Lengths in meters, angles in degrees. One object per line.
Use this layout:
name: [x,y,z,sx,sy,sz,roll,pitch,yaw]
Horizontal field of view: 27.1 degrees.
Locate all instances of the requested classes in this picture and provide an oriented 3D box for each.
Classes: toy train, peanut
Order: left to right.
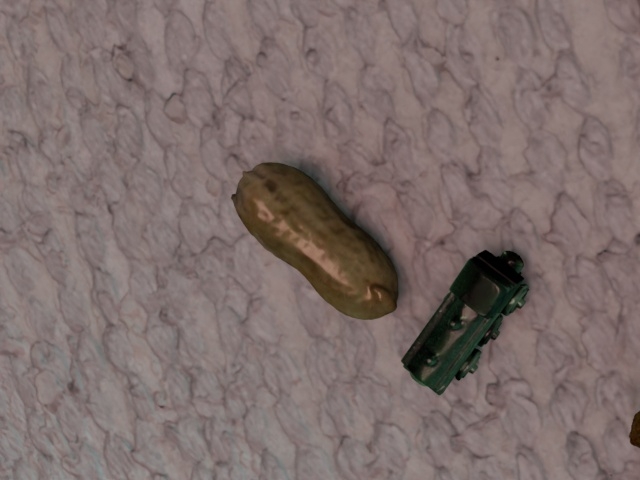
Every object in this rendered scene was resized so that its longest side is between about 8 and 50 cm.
peanut: [0.000,0.000,1.396,0.214,0.099,0.099,39,113,5]
toy train: [0.144,0.084,1.350,0.071,0.111,0.170,39,112,15]

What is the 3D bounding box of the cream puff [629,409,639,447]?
cream puff: [0.404,0.152,1.249,0.183,0.183,0.169,24,84,16]
